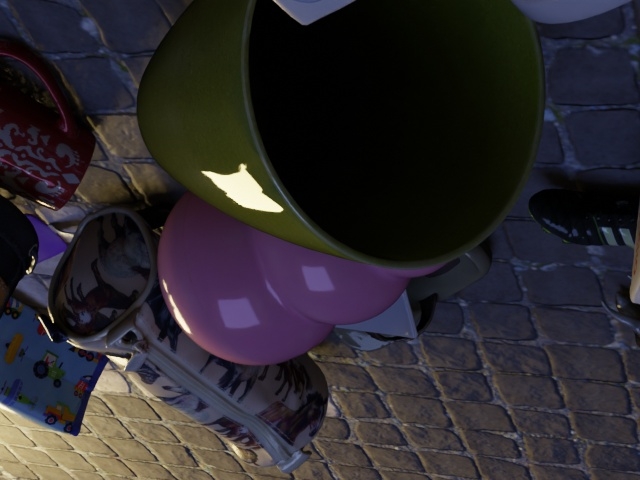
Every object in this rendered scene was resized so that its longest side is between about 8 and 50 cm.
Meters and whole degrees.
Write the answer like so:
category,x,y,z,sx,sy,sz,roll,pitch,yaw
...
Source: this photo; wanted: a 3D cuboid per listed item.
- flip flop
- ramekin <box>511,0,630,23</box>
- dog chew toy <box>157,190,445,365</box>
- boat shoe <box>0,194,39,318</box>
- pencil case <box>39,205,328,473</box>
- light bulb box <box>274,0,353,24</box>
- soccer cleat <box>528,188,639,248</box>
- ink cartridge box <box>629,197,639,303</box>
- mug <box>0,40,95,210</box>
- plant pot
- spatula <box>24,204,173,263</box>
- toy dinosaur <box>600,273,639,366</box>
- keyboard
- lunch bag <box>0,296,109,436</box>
category,x,y,z,sx,sy,sz,roll,pitch,yaw
flip flop,0.089,0.067,1.385,0.112,0.080,0.277,28,147,-18
ramekin,0.170,-0.239,0.746,0.109,0.207,0.207,44,141,-23
dog chew toy,0.000,0.000,1.223,0.332,0.207,0.206,-20,134,34
boat shoe,-0.433,0.005,1.427,0.187,0.156,0.500,43,165,-22
pencil case,-0.145,0.134,1.489,0.160,0.183,0.410,-26,139,19
light bulb box,0.083,-0.333,0.480,0.361,0.358,0.225,-18,136,43
soccer cleat,0.284,-0.022,1.176,0.179,0.060,0.072,15,140,-9
ink cartridge box,0.317,-0.051,1.016,0.086,0.148,0.203,11,150,7
mug,-0.317,-0.111,1.280,0.169,0.113,0.150,29,149,-24
plant pot,-0.020,-0.115,1.014,0.275,0.275,0.293,37,160,-29
spatula,-0.285,-0.009,1.500,0.296,0.030,0.084,-8,142,35
toy dinosaur,0.447,0.133,1.275,0.313,0.121,0.160,6,161,25
keyboard,0.006,0.065,1.401,0.256,0.014,0.072,4,121,48
lunch bag,-0.484,0.177,1.824,0.221,0.138,0.293,35,154,-32
